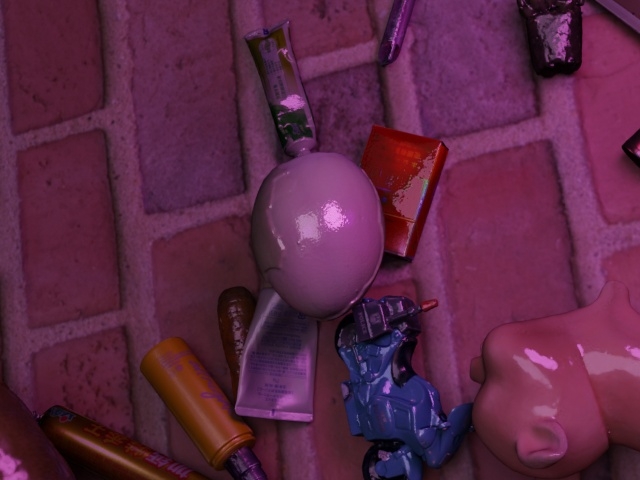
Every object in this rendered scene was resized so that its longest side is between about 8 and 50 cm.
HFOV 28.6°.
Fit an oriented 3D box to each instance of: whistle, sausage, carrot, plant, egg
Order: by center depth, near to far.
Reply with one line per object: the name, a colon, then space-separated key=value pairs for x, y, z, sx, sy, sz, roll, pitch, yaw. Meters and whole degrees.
egg: x=0.000 y=0.000 z=1.677 sx=0.183 sy=0.183 sz=0.217 roll=-19 pitch=72 yaw=14
plant: x=0.324 y=-0.302 z=1.738 sx=0.094 sy=0.092 sz=0.143 roll=-11 pitch=80 yaw=23
carrot: x=-0.111 y=0.156 z=1.794 sx=0.060 sy=0.060 sz=0.186 roll=-14 pitch=75 yaw=16
sausage: x=-0.276 y=0.322 z=1.806 sx=0.371 sy=0.082 sz=0.082 roll=22 pitch=85 yaw=23
whistle: x=0.120 y=-0.340 z=1.848 sx=0.033 sy=0.033 sz=0.177 roll=14 pitch=81 yaw=22

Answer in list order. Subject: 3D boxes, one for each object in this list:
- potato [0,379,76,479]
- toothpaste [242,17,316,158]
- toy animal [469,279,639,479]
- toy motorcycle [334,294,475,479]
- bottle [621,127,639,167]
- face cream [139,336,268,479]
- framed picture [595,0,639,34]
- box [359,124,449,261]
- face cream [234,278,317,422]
potato: x=-0.503 y=0.362 z=1.701 sx=0.319 sy=0.385 sz=0.442 roll=-31 pitch=87 yaw=7
toothpaste: x=-0.052 y=-0.217 z=1.874 sx=0.078 sy=0.047 sz=0.248 roll=-20 pitch=69 yaw=9
toy animal: x=0.346 y=0.188 z=1.558 sx=0.326 sy=0.237 sz=0.269 roll=15 pitch=71 yaw=19
toy motorcycle: x=0.113 y=0.196 z=1.676 sx=0.182 sy=0.123 sz=0.272 roll=-21 pitch=71 yaw=24
bottle: x=0.477 y=-0.165 z=1.667 sx=0.164 sy=0.060 sz=0.060 roll=-44 pitch=67 yaw=4
face cream: x=-0.151 y=0.260 z=1.772 sx=0.078 sy=0.078 sz=0.273 roll=-42 pitch=67 yaw=5
framed picture: x=0.483 y=-0.379 z=1.724 sx=0.217 sy=0.017 sz=0.274 roll=-45 pitch=62 yaw=3
box: x=0.101 y=-0.067 z=1.779 sx=0.112 sy=0.048 sz=0.175 roll=15 pitch=82 yaw=21
face cream: x=-0.056 y=0.140 z=1.769 sx=0.114 sy=0.070 sz=0.224 roll=9 pitch=79 yaw=-17
